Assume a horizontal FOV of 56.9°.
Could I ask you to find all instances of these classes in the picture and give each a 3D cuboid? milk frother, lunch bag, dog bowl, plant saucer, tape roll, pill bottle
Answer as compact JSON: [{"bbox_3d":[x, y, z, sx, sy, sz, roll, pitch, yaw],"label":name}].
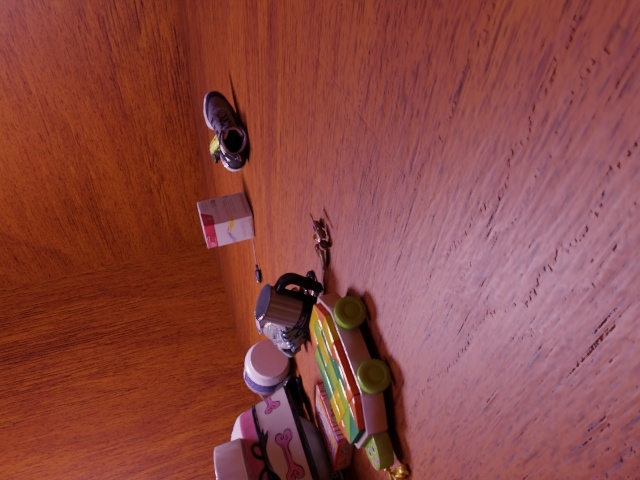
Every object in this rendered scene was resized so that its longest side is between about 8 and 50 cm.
[{"bbox_3d":[-0.067,0.124,1.312,0.129,0.135,0.143,-70,22,4],"label":"milk frother"},{"bbox_3d":[-0.186,0.281,2.054,0.053,0.071,0.083,-140,41,-61],"label":"lunch bag"},{"bbox_3d":[-0.094,0.598,1.543,0.408,0.151,0.407,162,90,-81],"label":"dog bowl"},{"bbox_3d":[-0.007,0.530,1.479,0.195,0.038,0.194,163,90,-83],"label":"plant saucer"},{"bbox_3d":[-0.166,0.672,1.415,0.392,0.072,0.391,162,90,-81],"label":"tape roll"},{"bbox_3d":[-0.181,0.425,1.996,0.264,0.153,0.153,109,145,-65],"label":"pill bottle"}]

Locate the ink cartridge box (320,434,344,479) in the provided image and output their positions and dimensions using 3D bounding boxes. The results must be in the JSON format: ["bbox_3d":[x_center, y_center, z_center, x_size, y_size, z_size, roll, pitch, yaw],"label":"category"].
[{"bbox_3d":[0.032,0.663,1.598,0.206,0.045,0.208,92,158,-46],"label":"ink cartridge box"}]

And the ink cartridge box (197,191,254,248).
[{"bbox_3d":[-0.335,-0.073,2.108,0.127,0.176,0.128,90,162,-50],"label":"ink cartridge box"}]

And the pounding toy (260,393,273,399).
[{"bbox_3d":[-0.219,0.562,2.184,0.154,0.155,0.269,57,171,-16],"label":"pounding toy"}]

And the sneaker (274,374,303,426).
[{"bbox_3d":[-0.099,0.548,1.805,0.130,0.109,0.286,111,159,-52],"label":"sneaker"}]

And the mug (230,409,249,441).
[{"bbox_3d":[-0.153,0.742,1.958,0.374,0.277,0.327,80,174,-60],"label":"mug"}]

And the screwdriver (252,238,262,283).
[{"bbox_3d":[-0.241,0.076,2.191,0.025,0.024,0.169,-17,84,47],"label":"screwdriver"}]

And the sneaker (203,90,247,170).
[{"bbox_3d":[-0.290,-0.357,1.846,0.153,0.101,0.268,160,91,-75],"label":"sneaker"}]

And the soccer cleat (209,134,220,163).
[{"bbox_3d":[-0.349,-0.354,2.088,0.289,0.094,0.121,162,102,-76],"label":"soccer cleat"}]

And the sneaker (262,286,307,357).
[{"bbox_3d":[-0.077,0.224,1.574,0.122,0.110,0.283,52,159,21],"label":"sneaker"}]

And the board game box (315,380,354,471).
[{"bbox_3d":[0.032,0.434,1.384,0.193,0.045,0.146,92,160,-50],"label":"board game box"}]

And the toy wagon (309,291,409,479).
[{"bbox_3d":[0.063,0.268,1.069,0.267,0.068,0.344,100,153,-59],"label":"toy wagon"}]

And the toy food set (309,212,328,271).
[{"bbox_3d":[0.000,0.000,1.186,0.122,0.019,0.077,84,167,-55],"label":"toy food set"}]
